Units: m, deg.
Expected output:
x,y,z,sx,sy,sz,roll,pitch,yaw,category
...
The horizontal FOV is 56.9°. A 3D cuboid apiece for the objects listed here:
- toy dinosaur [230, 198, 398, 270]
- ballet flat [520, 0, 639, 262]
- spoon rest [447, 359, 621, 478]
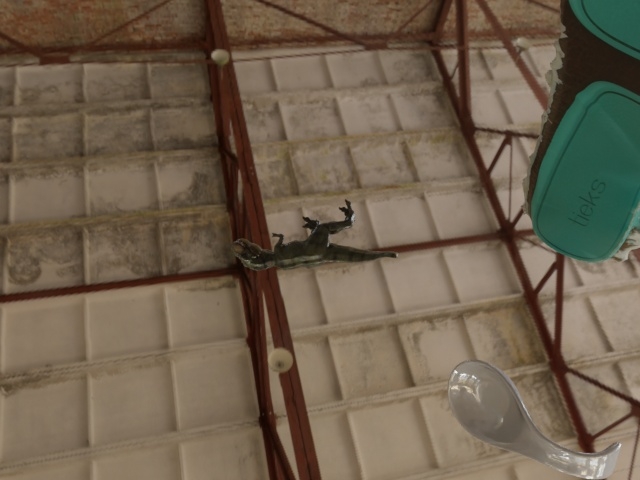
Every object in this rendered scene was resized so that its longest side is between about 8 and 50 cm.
x,y,z,sx,sy,sz,roll,pitch,yaw,category
0.000,0.000,0.905,0.268,0.064,0.118,-3,-139,24,toy dinosaur
0.225,-0.132,0.374,0.146,0.409,0.147,-2,-119,3,ballet flat
0.315,0.285,0.932,0.084,0.138,0.276,-11,-156,-44,spoon rest
